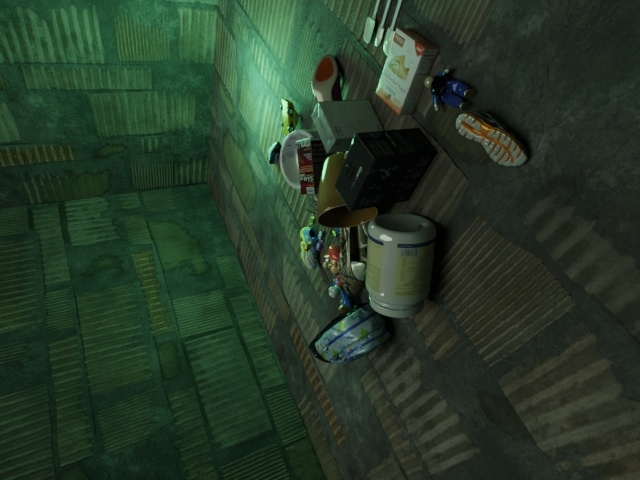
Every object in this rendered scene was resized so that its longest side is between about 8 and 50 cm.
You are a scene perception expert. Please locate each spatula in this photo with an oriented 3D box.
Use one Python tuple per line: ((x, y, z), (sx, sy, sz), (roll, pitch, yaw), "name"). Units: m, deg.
((0.226, -0.802, 1.453), (0.168, 0.019, 0.241), (57, 147, 37), "spatula")

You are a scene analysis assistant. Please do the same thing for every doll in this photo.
((0.381, -0.456, 1.262), (0.189, 0.046, 0.128), (52, 143, 41), "doll")

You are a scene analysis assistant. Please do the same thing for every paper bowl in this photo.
((-0.052, -0.386, 1.982), (0.285, 0.148, 0.283), (11, 106, 43), "paper bowl")

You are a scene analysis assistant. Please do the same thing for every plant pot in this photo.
((0.088, -0.208, 1.634), (0.237, 0.238, 0.254), (137, 129, -60), "plant pot")

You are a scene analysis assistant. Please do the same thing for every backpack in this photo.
((0.150, 0.420, 1.869), (0.273, 0.290, 0.355), (50, 136, 29), "backpack")

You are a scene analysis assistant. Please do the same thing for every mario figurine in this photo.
((0.074, 0.178, 2.001), (0.198, 0.170, 0.319), (8, 109, 64), "mario figurine")

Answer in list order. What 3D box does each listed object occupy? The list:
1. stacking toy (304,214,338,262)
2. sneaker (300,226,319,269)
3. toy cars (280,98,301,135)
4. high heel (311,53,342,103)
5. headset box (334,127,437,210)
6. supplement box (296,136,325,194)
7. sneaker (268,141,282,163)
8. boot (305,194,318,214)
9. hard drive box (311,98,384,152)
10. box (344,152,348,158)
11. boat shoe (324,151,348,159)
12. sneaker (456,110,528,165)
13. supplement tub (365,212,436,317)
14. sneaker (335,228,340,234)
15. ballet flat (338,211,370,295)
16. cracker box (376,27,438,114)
((0.000, 0.000, 2.130), (0.167, 0.052, 0.221), (31, 131, 26), "stacking toy")
((-0.052, 0.038, 2.272), (0.126, 0.091, 0.239), (-23, 79, 63), "sneaker")
((-0.120, -0.552, 2.172), (0.176, 0.087, 0.392), (-25, 82, 68), "toy cars")
((0.047, -0.616, 1.819), (0.127, 0.181, 0.376), (-1, 78, 23), "high heel")
((0.210, -0.242, 1.424), (0.131, 0.284, 0.246), (61, 150, 29), "headset box")
((-0.038, -0.323, 1.810), (0.130, 0.073, 0.239), (8, 106, 58), "supplement box")
((-0.288, -0.550, 2.515), (0.190, 0.072, 0.082), (129, 130, -57), "sneaker")
((-0.053, -0.230, 2.127), (0.246, 0.084, 0.161), (39, 118, 49), "boot")
((0.109, -0.443, 1.593), (0.180, 0.233, 0.089), (70, 153, 18), "hard drive box")
((0.179, -0.318, 1.577), (0.059, 0.169, 0.054), (10, 110, 63), "box")
((0.068, -0.339, 1.799), (0.127, 0.113, 0.339), (-65, -13, -53), "boat shoe")
((0.475, -0.286, 1.120), (0.215, 0.083, 0.084), (47, 148, 18), "sneaker")
((0.281, 0.086, 1.476), (0.235, 0.236, 0.324), (35, 131, 54), "supplement tub")
((0.085, -0.063, 1.985), (0.209, 0.069, 0.082), (22, 124, 59), "sneaker")
((0.166, 0.020, 1.780), (0.182, 0.164, 0.481), (6, 103, 53), "ballet flat")
((0.283, -0.563, 1.386), (0.155, 0.067, 0.232), (57, 146, 34), "cracker box")
